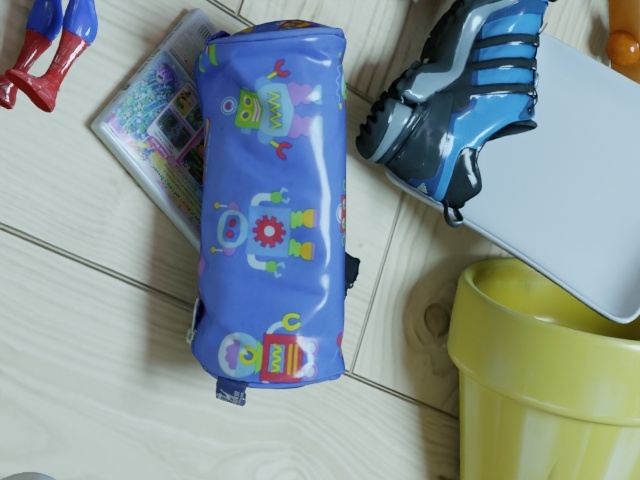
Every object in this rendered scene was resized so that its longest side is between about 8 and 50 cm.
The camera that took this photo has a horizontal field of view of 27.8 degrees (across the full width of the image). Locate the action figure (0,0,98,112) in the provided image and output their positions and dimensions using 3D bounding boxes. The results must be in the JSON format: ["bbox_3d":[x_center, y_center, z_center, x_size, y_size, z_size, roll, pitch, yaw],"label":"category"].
[{"bbox_3d":[-0.188,-0.248,0.954,0.139,0.091,0.280,47,62,-43],"label":"action figure"}]

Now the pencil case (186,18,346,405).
[{"bbox_3d":[-0.044,-0.026,1.055,0.133,0.119,0.306,1,95,3],"label":"pencil case"}]

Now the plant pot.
[{"bbox_3d":[0.237,0.166,1.270,0.254,0.254,0.239,-3,110,-41],"label":"plant pot"}]

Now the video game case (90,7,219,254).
[{"bbox_3d":[-0.101,-0.090,1.090,0.143,0.019,0.157,-54,125,-25],"label":"video game case"}]

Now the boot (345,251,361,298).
[{"bbox_3d":[0.001,0.000,1.166,0.099,0.045,0.121,42,72,-32],"label":"boot"}]

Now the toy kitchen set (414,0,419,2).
[{"bbox_3d":[0.108,-0.275,1.265,0.068,0.075,0.083,53,12,13],"label":"toy kitchen set"}]

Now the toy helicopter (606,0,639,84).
[{"bbox_3d":[0.351,-0.301,1.435,0.355,0.140,0.235,37,77,-25],"label":"toy helicopter"}]

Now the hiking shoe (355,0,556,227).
[{"bbox_3d":[0.162,-0.162,1.235,0.132,0.113,0.304,40,76,-7],"label":"hiking shoe"}]

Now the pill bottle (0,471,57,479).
[{"bbox_3d":[-0.157,0.293,0.973,0.264,0.146,0.146,42,66,-35],"label":"pill bottle"}]

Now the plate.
[{"bbox_3d":[0.248,-0.065,1.276,0.278,0.277,0.045,-44,156,-31],"label":"plate"}]
